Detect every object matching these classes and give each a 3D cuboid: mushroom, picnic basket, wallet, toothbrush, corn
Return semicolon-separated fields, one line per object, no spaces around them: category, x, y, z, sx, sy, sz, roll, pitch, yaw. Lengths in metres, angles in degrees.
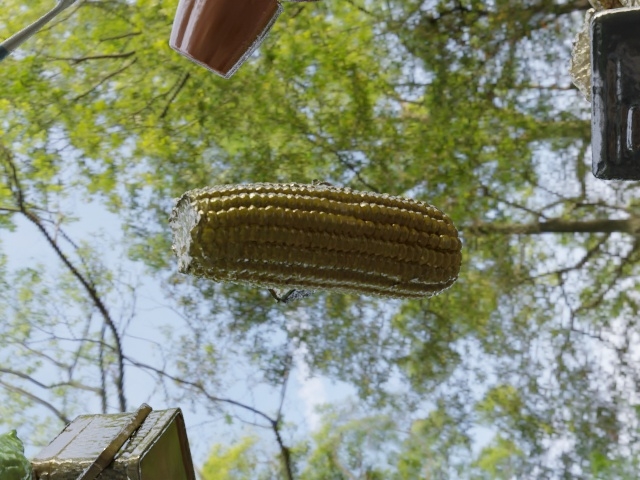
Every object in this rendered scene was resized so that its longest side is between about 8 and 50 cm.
mushroom;0.473;-0.370;1.356;0.302;0.233;0.208;44;-153;-16
picnic basket;-0.238;0.347;1.025;0.165;0.139;0.266;-55;-43;-73
wallet;0.302;-0.101;0.540;0.025;0.244;0.124;-12;-78;-62
toothbrush;-0.349;-0.189;0.871;0.025;0.019;0.276;44;-98;6
corn;0.000;0.000;0.959;0.345;0.131;0.131;5;-92;-24

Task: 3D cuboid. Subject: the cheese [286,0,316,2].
cheese;0.028;-0.269;0.782;0.244;0.155;0.062;-17;-63;-22

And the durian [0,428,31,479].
durian;-0.267;0.131;0.460;0.250;0.139;0.101;30;-133;-52

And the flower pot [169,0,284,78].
flower pot;-0.189;-0.407;1.551;0.191;0.191;0.173;26;-82;-39

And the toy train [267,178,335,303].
toy train;-0.023;-0.002;1.450;0.177;0.134;0.261;55;-148;13
